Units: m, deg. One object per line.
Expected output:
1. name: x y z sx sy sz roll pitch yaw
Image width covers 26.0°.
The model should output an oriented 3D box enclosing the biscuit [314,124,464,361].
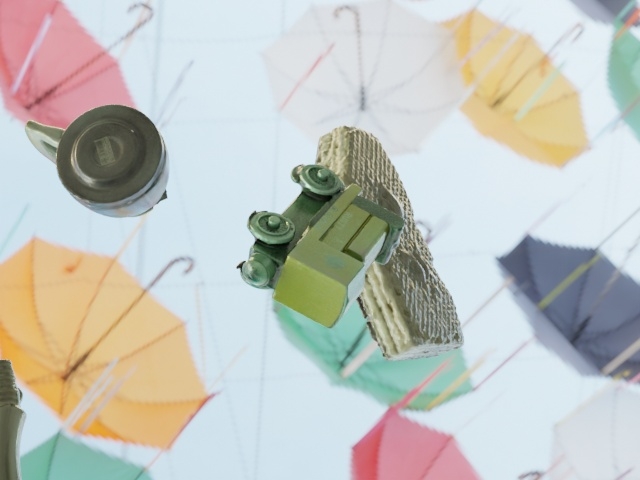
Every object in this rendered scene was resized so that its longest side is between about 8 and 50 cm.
1. biscuit: 0.064 -0.002 1.389 0.150 0.052 0.252 9 -125 -62

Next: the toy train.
1. toy train: 0.000 0.000 0.853 0.081 0.050 0.122 27 -143 12

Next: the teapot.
1. teapot: -0.179 -0.069 1.194 0.092 0.091 0.124 -38 -113 -6

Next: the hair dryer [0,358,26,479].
1. hair dryer: -0.251 0.237 0.813 0.296 0.119 0.298 -14 -107 -45
